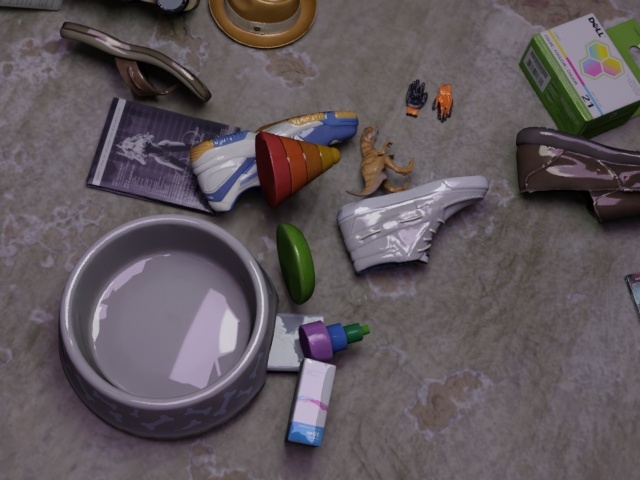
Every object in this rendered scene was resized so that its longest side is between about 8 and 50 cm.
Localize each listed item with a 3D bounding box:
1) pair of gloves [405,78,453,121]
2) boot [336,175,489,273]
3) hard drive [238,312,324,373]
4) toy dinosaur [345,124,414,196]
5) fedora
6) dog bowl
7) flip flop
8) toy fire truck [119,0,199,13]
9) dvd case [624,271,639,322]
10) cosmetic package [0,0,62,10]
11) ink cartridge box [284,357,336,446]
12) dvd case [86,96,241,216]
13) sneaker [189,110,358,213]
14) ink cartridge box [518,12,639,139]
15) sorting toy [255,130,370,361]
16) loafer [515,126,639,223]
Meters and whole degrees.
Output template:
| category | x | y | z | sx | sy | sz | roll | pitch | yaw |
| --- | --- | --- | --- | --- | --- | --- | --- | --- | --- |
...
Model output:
| category | x | y | z | sx | sy | sz | roll | pitch | yaw |
| --- | --- | --- | --- | --- | --- | --- | --- | --- | --- |
| pair of gloves | 0.191 | -0.244 | 1.904 | 0.083 | 0.010 | 0.074 | 9 | 68 | -1 |
| boot | 0.162 | -0.020 | 1.773 | 0.258 | 0.095 | 0.123 | -14 | 76 | -4 |
| hard drive | -0.062 | 0.160 | 1.697 | 0.135 | 0.022 | 0.094 | 2 | 68 | -6 |
| toy dinosaur | 0.092 | -0.108 | 1.798 | 0.112 | 0.064 | 0.211 | 13 | 38 | -6 |
| fedora | -0.099 | -0.431 | 1.907 | 0.194 | 0.079 | 0.194 | 2 | 67 | -6 |
| dog bowl | -0.230 | 0.117 | 1.637 | 0.349 | 0.102 | 0.349 | 0 | 67 | 0 |
| flip flop | -0.311 | -0.286 | 1.816 | 0.277 | 0.112 | 0.080 | 22 | 92 | 0 |
| toy fire truck | -0.292 | -0.526 | 1.855 | 0.217 | 0.158 | 0.246 | 13 | 102 | -1 |
| dvd case | 0.562 | 0.105 | 1.804 | 0.087 | 0.013 | 0.119 | -11 | 70 | -11 |
| cosmetic package | -0.606 | -0.510 | 1.788 | 0.365 | 0.155 | 0.197 | 0 | 66 | -23 |
| ink cartridge box | -0.015 | 0.242 | 1.621 | 0.052 | 0.088 | 0.122 | 11 | 78 | -3 |
| dvd case | -0.257 | -0.138 | 1.799 | 0.221 | 0.018 | 0.164 | 14 | 68 | -2 |
| sneaker | -0.066 | -0.131 | 1.789 | 0.296 | 0.112 | 0.131 | -18 | 96 | -19 |
| ink cartridge box | 0.511 | -0.306 | 1.923 | 0.255 | 0.097 | 0.189 | -23 | 72 | -15 |
| sorting toy | 0.000 | 0.000 | 1.670 | 0.126 | 0.127 | 0.365 | -13 | 89 | -15 |
| loafer | 0.497 | -0.086 | 1.829 | 0.366 | 0.134 | 0.130 | 15 | 90 | 10 |
